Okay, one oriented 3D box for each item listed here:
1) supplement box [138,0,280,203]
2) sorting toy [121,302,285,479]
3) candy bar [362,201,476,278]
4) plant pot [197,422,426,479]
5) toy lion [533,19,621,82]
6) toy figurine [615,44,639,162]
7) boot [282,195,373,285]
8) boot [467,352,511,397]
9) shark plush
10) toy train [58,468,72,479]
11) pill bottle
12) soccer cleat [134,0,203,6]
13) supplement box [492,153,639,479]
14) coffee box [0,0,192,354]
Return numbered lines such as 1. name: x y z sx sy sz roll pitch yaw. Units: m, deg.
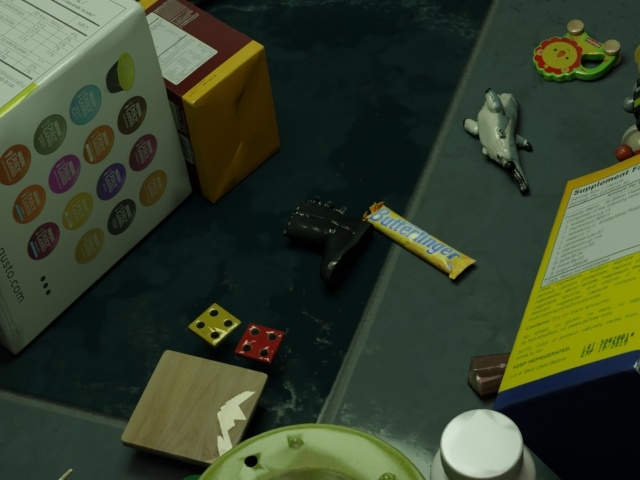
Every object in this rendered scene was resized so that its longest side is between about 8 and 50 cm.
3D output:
1. supplement box: -0.174 -0.190 2.142 0.194 0.191 0.129 34 61 29
2. sorting toy: -0.139 0.197 1.908 0.132 0.046 0.274 12 53 17
3. candy bar: 0.120 -0.001 2.060 0.161 0.018 0.040 34 61 29
4. plant pot: 0.002 0.362 1.552 0.367 0.353 0.366 -4 50 5
5. toy lion: 0.343 -0.248 2.233 0.100 0.034 0.096 34 69 30
6. toy figurine: 0.468 -0.134 2.004 0.213 0.209 0.148 4 45 9
7. boot: 0.000 0.000 2.057 0.099 0.045 0.121 20 48 20
8. boot: 0.222 0.130 1.929 0.114 0.037 0.106 -13 47 2
9. shark plush: 0.248 -0.134 2.135 0.067 0.073 0.161 7 39 -27
10. toy train: -0.388 0.336 1.798 0.143 0.105 0.248 10 51 32
11. pill bottle: 0.171 0.262 1.722 0.112 0.186 0.112 -3 50 4
12. soccer cleat: -0.159 -0.419 2.382 0.331 0.116 0.143 -30 53 -17
13. supplement box: 0.359 0.086 1.784 0.194 0.195 0.356 -23 32 43
14. coffee box: -0.412 -0.140 2.036 0.338 0.337 0.334 30 59 29
